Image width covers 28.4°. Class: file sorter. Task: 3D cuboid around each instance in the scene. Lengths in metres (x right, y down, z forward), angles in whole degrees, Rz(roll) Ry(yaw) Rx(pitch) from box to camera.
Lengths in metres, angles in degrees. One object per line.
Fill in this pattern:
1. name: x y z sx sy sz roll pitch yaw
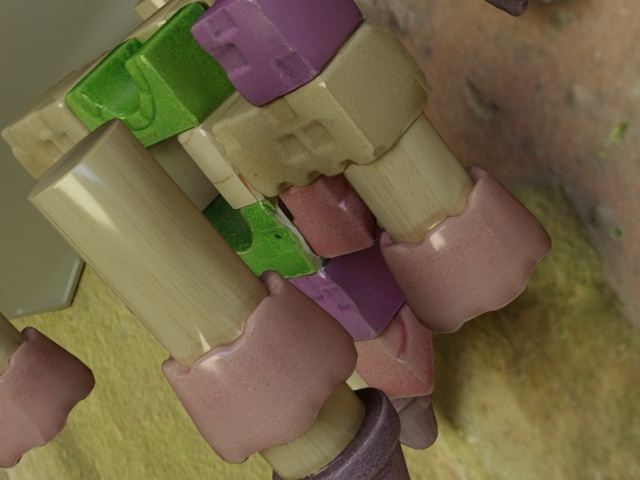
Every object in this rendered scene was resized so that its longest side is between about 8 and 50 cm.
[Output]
1. file sorter: -0.244 -0.100 0.790 0.173 0.193 0.278 42 123 32

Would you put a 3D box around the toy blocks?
1. toy blocks: 0.000 0.000 0.608 0.260 0.309 0.288 50 148 -18
